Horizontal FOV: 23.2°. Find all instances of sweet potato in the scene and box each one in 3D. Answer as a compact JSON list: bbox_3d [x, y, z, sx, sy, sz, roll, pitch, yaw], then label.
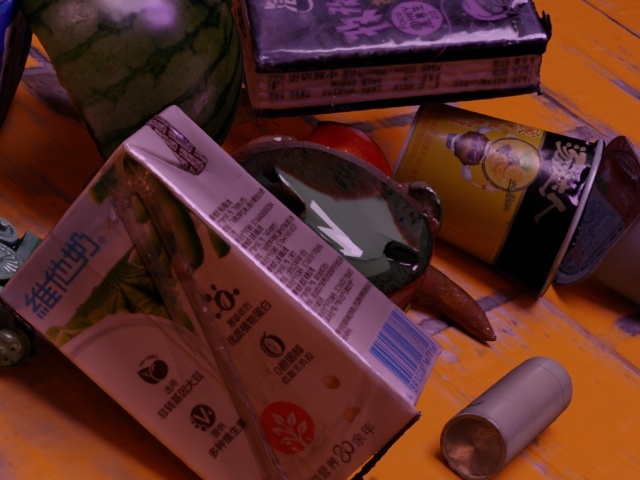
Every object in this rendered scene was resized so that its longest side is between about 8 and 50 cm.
[{"bbox_3d":[0.089,0.044,1.759,0.255,0.058,0.078,21,43,-21],"label":"sweet potato"}]

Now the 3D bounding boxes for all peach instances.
[{"bbox_3d":[0.029,-0.076,1.866,0.151,0.151,0.118,36,72,14],"label":"peach"}]

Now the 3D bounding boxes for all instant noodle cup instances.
[{"bbox_3d":[0.210,-0.067,1.935,0.236,0.215,0.215,22,26,5],"label":"instant noodle cup"}]

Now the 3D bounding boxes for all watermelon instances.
[{"bbox_3d":[-0.173,-0.202,1.626,0.330,0.189,0.331,61,12,-22],"label":"watermelon"}]

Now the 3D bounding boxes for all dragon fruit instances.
[{"bbox_3d":[0.000,0.000,1.621,0.268,0.130,0.295,-23,65,-43],"label":"dragon fruit"}]

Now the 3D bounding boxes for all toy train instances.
[{"bbox_3d":[-0.282,0.047,1.373,0.105,0.071,0.178,34,23,-13],"label":"toy train"}]

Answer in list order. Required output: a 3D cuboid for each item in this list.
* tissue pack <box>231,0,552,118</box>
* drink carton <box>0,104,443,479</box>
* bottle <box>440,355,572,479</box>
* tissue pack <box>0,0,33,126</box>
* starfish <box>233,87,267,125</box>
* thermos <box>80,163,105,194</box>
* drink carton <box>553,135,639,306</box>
[{"bbox_3d":[0.075,-0.272,1.909,0.361,0.122,0.259,-6,42,-9],"label":"tissue pack"},{"bbox_3d":[-0.077,0.072,1.314,0.324,0.194,0.132,42,24,-3],"label":"drink carton"},{"bbox_3d":[0.194,0.179,1.597,0.072,0.072,0.201,36,27,15],"label":"bottle"},{"bbox_3d":[-0.374,-0.214,1.603,0.137,0.209,0.269,10,29,-6],"label":"tissue pack"},{"bbox_3d":[0.008,-0.245,2.033,0.432,0.082,0.324,-8,31,-7],"label":"starfish"},{"bbox_3d":[-0.088,0.046,1.458,0.330,0.136,0.109,38,61,-12],"label":"thermos"},{"bbox_3d":[0.417,0.004,2.032,0.190,0.191,0.185,28,21,-24],"label":"drink carton"}]
